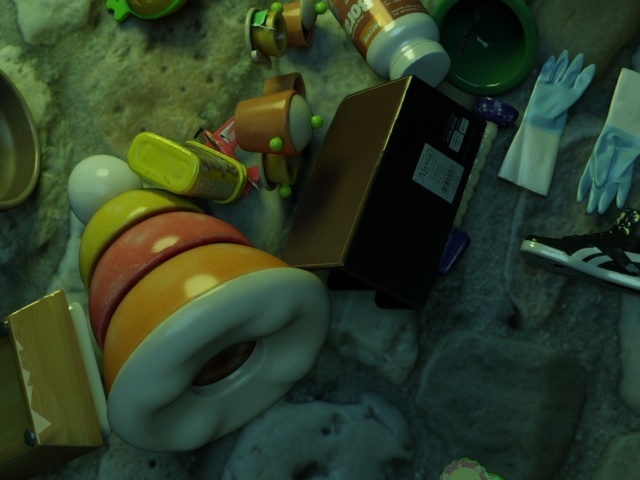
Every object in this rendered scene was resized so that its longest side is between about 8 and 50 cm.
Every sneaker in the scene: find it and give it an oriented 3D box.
[{"bbox_3d":[0.411,0.000,1.554,0.217,0.079,0.121,18,79,3],"label":"sneaker"}]

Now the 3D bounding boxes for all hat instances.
[{"bbox_3d":[0.277,-0.358,1.662,0.173,0.183,0.208,8,124,21],"label":"hat"}]

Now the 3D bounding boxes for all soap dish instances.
[{"bbox_3d":[-0.434,0.223,1.528,0.291,0.118,0.229,-29,73,44],"label":"soap dish"}]

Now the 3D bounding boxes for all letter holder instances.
[{"bbox_3d":[0.084,-0.064,1.563,0.152,0.214,0.302,28,74,-26],"label":"letter holder"}]

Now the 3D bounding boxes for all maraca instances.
[{"bbox_3d":[-0.280,-0.419,1.719,0.186,0.099,0.127,-5,75,33],"label":"maraca"}]

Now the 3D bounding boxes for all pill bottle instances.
[{"bbox_3d":[0.106,-0.325,1.607,0.121,0.121,0.216,-31,61,1],"label":"pill bottle"}]

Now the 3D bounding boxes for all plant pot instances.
[{"bbox_3d":[-0.610,-0.140,1.647,0.229,0.263,0.263,-18,77,22],"label":"plant pot"}]

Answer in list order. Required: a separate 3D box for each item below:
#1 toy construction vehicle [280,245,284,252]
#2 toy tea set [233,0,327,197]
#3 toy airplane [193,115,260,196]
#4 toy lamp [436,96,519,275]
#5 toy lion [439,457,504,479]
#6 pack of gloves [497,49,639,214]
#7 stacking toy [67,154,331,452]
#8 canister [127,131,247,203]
[{"bbox_3d":[0.000,0.000,1.630,0.086,0.035,0.098,30,86,19],"label":"toy construction vehicle"},{"bbox_3d":[-0.037,-0.243,1.599,0.124,0.200,0.336,-1,73,16],"label":"toy tea set"},{"bbox_3d":[-0.141,-0.133,1.673,0.151,0.028,0.151,-1,87,18],"label":"toy airplane"},{"bbox_3d":[0.217,-0.080,1.591,0.080,0.080,0.274,19,81,11],"label":"toy lamp"},{"bbox_3d":[0.225,0.363,1.529,0.100,0.034,0.096,-8,70,6],"label":"toy lion"},{"bbox_3d":[0.400,-0.163,1.610,0.195,0.046,0.232,23,86,0],"label":"pack of gloves"},{"bbox_3d":[-0.241,0.035,1.548,0.350,0.350,0.480,-39,61,-1],"label":"stacking toy"},{"bbox_3d":[-0.199,-0.109,1.586,0.126,0.170,0.073,26,97,18],"label":"canister"}]
